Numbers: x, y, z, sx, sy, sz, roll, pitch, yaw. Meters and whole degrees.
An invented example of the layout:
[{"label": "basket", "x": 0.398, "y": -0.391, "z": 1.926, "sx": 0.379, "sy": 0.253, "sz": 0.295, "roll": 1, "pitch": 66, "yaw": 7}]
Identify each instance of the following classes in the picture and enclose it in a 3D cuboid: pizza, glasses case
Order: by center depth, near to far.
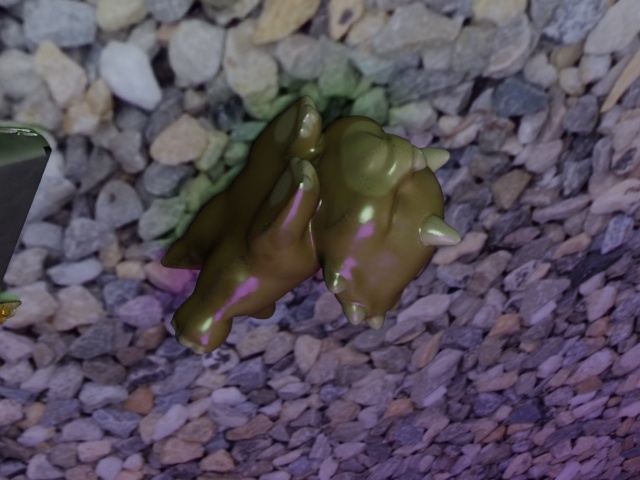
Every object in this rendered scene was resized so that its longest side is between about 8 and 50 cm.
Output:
[{"label": "glasses case", "x": -0.275, "y": -0.012, "z": 0.959, "sx": 0.072, "sy": 0.042, "sz": 0.190, "roll": -9, "pitch": 145, "yaw": -38}, {"label": "pizza", "x": -0.295, "y": 0.072, "z": 1.059, "sx": 0.078, "sy": 0.025, "sz": 0.083, "roll": -14, "pitch": 176, "yaw": -40}]

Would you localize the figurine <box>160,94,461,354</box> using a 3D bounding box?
[{"label": "figurine", "x": 0.003, "y": 0.000, "z": 1.022, "sx": 0.173, "sy": 0.177, "sz": 0.247, "roll": 26, "pitch": 113, "yaw": -27}]
